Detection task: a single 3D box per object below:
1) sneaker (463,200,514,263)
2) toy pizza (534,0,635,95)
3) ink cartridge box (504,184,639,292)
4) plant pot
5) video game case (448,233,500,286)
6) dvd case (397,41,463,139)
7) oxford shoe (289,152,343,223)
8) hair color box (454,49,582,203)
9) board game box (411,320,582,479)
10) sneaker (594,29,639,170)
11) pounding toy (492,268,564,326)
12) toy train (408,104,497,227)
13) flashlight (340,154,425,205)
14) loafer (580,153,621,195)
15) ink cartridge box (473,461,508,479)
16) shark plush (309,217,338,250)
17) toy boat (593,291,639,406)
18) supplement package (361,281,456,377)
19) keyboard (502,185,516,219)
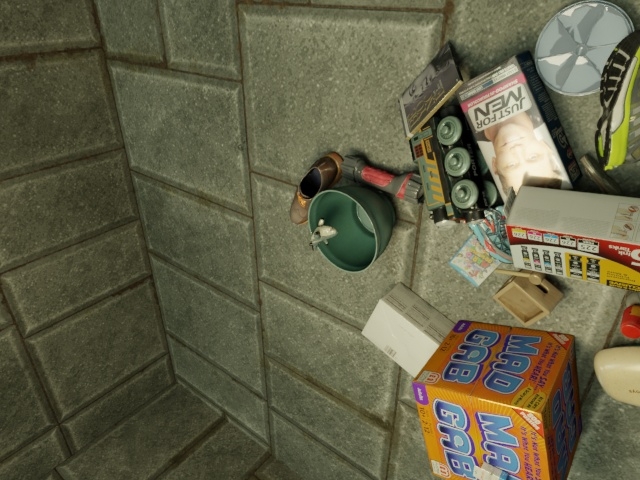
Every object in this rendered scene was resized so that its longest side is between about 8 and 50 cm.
[{"bbox_3d":[0.497,-0.051,1.283,0.261,0.104,0.125,52,134,6],"label":"sneaker"},{"bbox_3d":[0.596,-0.434,1.027,0.201,0.032,0.201,22,127,33],"label":"toy pizza"},{"bbox_3d":[0.637,0.014,1.089,0.310,0.130,0.272,13,154,37],"label":"ink cartridge box"},{"bbox_3d":[0.130,-0.062,1.533,0.293,0.196,0.292,25,129,35],"label":"plant pot"},{"bbox_3d":[0.491,0.056,1.412,0.119,0.015,0.166,42,135,16],"label":"video game case"},{"bbox_3d":[0.295,-0.409,1.246,0.221,0.018,0.164,-46,38,46],"label":"dvd case"},{"bbox_3d":[-0.051,-0.176,1.679,0.130,0.133,0.363,45,136,12],"label":"oxford shoe"},{"bbox_3d":[0.501,-0.275,1.150,0.174,0.105,0.347,-21,99,47],"label":"hair color box"},{"bbox_3d":[0.544,0.504,1.368,0.357,0.357,0.356,1,114,41],"label":"board game box"},{"bbox_3d":[0.680,-0.299,0.974,0.122,0.111,0.299,-6,126,11],"label":"sneaker"},{"bbox_3d":[0.584,0.121,1.276,0.181,0.094,0.206,44,155,15],"label":"pounding toy"},{"bbox_3d":[0.359,-0.197,1.255,0.190,0.142,0.333,-19,79,50],"label":"toy train"},{"bbox_3d":[0.204,-0.206,1.462,0.304,0.103,0.103,26,102,30],"label":"flashlight"},{"bbox_3d":[0.676,-0.153,1.108,0.125,0.045,0.039,49,143,5],"label":"loafer"},{"bbox_3d":[0.464,0.641,1.236,0.083,0.028,0.048,16,123,33],"label":"ink cartridge box"},{"bbox_3d":[0.000,0.000,1.516,0.067,0.073,0.161,26,133,-7],"label":"shark plush"},{"bbox_3d":[0.842,0.287,1.155,0.268,0.148,0.318,-5,117,49],"label":"toy boat"},{"bbox_3d":[0.317,0.323,1.624,0.262,0.145,0.204,38,133,20],"label":"supplement package"},{"bbox_3d":[0.515,-0.047,1.183,0.014,0.072,0.256,5,157,37],"label":"keyboard"}]
